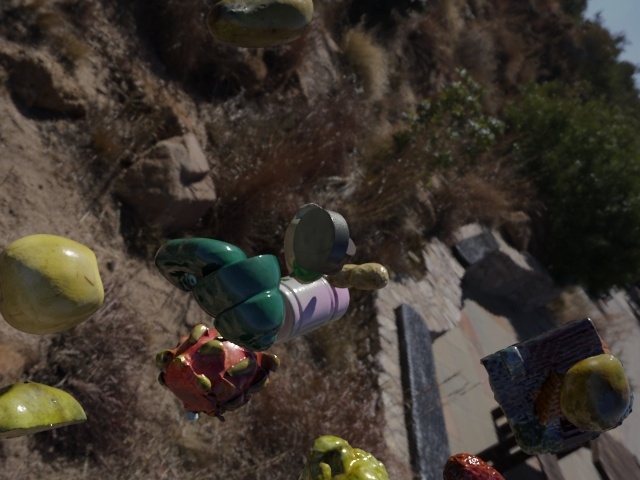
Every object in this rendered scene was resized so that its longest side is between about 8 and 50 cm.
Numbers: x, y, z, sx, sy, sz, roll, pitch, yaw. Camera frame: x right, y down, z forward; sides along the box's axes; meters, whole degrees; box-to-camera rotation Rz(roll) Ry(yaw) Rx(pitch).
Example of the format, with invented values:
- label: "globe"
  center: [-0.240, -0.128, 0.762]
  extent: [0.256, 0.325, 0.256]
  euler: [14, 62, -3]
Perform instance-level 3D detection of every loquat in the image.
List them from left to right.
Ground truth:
- label: "loquat"
  center: [0.643, 0.354, 1.464]
  extent: [0.152, 0.195, 0.152]
  euler: [23, -4, 2]

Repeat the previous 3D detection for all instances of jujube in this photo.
- label: "jujube"
  center: [0.360, 0.563, 1.451]
  extent: [0.176, 0.109, 0.112]
  euler: [37, 43, -31]

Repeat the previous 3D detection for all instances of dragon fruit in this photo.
- label: "dragon fruit"
  center: [-0.254, 0.329, 1.585]
  extent: [0.228, 0.243, 0.307]
  euler: [22, -24, 37]

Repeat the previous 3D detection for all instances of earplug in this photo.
- label: "earplug"
  center: [-0.184, 0.093, 1.140]
  extent: [0.164, 0.257, 0.280]
  euler: [2, 52, -58]

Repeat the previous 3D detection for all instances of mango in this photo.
- label: "mango"
  center: [-0.151, -0.560, 1.575]
  extent: [0.175, 0.176, 0.329]
  euler: [46, 56, 10]

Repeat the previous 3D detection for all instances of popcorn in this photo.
- label: "popcorn"
  center: [0.103, 0.714, 1.737]
  extent: [0.334, 0.292, 0.294]
  euler: [33, 38, 33]

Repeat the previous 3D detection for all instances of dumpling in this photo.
- label: "dumpling"
  center: [-0.028, 0.015, 1.876]
  extent: [0.163, 0.250, 0.132]
  euler: [13, 9, 28]

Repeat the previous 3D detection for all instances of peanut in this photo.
- label: "peanut"
  center: [0.121, 0.119, 2.049]
  extent: [0.104, 0.228, 0.085]
  euler: [-24, 108, -50]

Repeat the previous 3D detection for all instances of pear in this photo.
- label: "pear"
  center: [-0.786, 0.126, 1.824]
  extent: [0.309, 0.309, 0.309]
  euler: [41, 23, -22]

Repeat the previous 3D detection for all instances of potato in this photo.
- label: "potato"
  center: [-0.644, 0.365, 1.361]
  extent: [0.272, 0.160, 0.111]
  euler: [28, 48, -69]

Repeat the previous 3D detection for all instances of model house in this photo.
- label: "model house"
  center: [0.649, 0.364, 1.733]
  extent: [0.297, 0.360, 0.339]
  euler: [-106, 169, -45]

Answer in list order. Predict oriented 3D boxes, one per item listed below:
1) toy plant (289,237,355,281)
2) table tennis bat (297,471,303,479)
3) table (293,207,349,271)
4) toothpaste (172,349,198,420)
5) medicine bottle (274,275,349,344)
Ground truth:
- label: "toy plant"
  center: [0.002, 0.053, 1.685]
  extent: [0.143, 0.200, 0.105]
  euler: [-9, 74, -54]
- label: "table tennis bat"
  center: [-0.053, 0.842, 2.067]
  extent: [0.138, 0.022, 0.246]
  euler: [-56, 153, -36]
- label: "table"
  center: [0.000, 0.000, 1.322]
  extent: [0.043, 0.133, 0.133]
  euler: [10, 43, -41]
- label: "toothpaste"
  center: [-0.381, 0.406, 1.780]
  extent: [0.056, 0.036, 0.205]
  euler: [-10, 92, -45]
- label: "medicine bottle"
  center: [-0.073, 0.220, 2.176]
  extent: [0.325, 0.212, 0.212]
  euler: [-15, 66, -52]
